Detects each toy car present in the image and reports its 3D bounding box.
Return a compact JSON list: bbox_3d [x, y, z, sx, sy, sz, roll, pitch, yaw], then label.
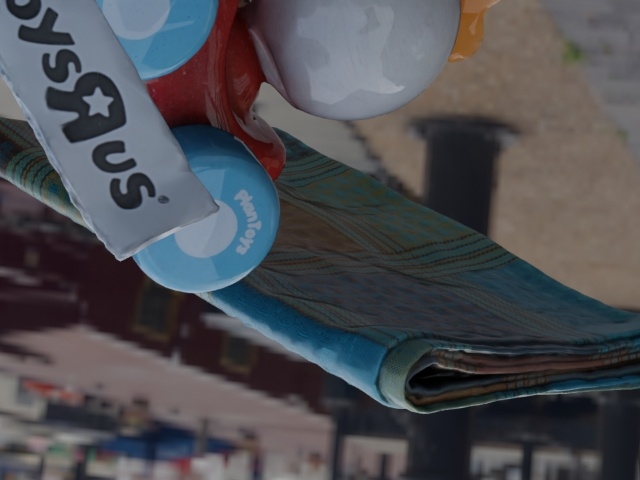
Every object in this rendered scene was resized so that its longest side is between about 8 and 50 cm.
[{"bbox_3d":[-0.020,-0.125,0.951,0.238,0.210,0.219,-21,-151,-10],"label":"toy car"}]

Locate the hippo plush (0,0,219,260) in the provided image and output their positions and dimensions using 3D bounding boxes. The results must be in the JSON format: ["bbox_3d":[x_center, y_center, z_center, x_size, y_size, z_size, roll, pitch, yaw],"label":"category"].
[{"bbox_3d":[-0.154,-0.118,0.355,0.234,0.294,0.236,-42,165,10],"label":"hippo plush"}]

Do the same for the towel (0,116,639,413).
[{"bbox_3d":[0.000,0.000,1.150,0.370,0.040,0.271,29,-161,38],"label":"towel"}]

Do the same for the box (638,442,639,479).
[{"bbox_3d":[0.313,0.209,1.213,0.231,0.183,0.056,0,-147,10],"label":"box"}]
